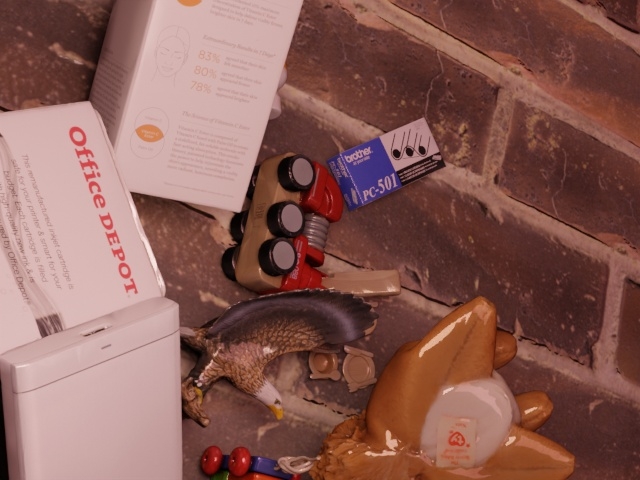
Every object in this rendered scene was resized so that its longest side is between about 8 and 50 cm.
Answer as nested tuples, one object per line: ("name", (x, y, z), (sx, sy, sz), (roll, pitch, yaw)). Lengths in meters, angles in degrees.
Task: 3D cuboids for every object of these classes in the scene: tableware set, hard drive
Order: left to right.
("hard drive", (-0.263, 0.265, 1.372), (0.233, 0.047, 0.353), (-21, 121, -44))
("tableware set", (0.033, 0.161, 1.856), (0.141, 0.020, 0.168), (7, 74, -32))

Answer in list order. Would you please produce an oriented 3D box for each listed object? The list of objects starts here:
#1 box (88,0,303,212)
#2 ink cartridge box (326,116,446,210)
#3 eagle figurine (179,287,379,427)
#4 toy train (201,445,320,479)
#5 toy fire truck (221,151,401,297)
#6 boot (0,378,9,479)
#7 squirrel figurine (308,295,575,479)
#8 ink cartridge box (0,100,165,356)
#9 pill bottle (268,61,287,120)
("box", (-0.190, -0.240, 1.633), (0.215, 0.168, 0.345), (11, 103, -31))
("ink cartridge box", (0.116, -0.132, 1.969), (0.207, 0.046, 0.097), (-26, 92, -35))
("eagle figurine", (-0.093, 0.156, 1.664), (0.298, 0.226, 0.225), (-39, 138, -18))
("toy train", (-0.085, 0.366, 1.590), (0.105, 0.248, 0.143), (20, 72, -28))
("toy fire truck", (0.000, 0.000, 1.810), (0.246, 0.159, 0.217), (29, 63, -37))
("boot", (-0.428, 0.247, 1.470), (0.367, 0.146, 0.445), (-32, 101, -33))
("squirrel figurine", (0.146, 0.282, 1.735), (0.397, 0.370, 0.281), (-35, 93, -2))
("ink cartridge box", (-0.416, 0.015, 1.345), (0.395, 0.166, 0.285), (-16, 85, -45))
("pill bottle", (-0.114, -0.298, 1.816), (0.118, 0.118, 0.208), (2, 78, -33))
